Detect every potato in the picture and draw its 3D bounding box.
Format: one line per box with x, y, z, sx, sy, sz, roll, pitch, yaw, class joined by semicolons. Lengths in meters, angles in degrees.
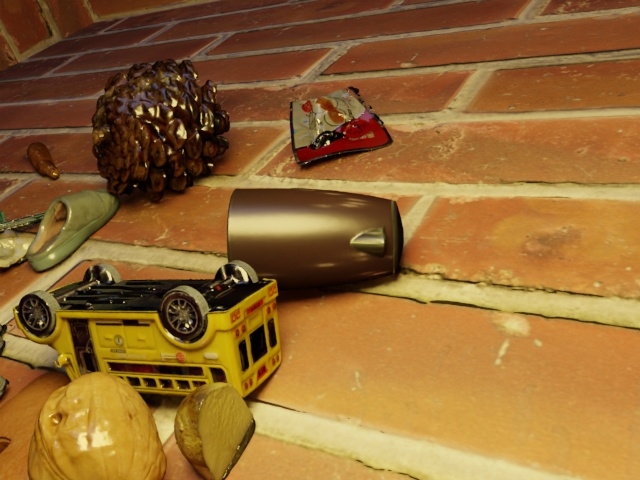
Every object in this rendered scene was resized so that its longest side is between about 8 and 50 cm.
-0.127;0.197;0.755;0.066;0.103;0.096;1;34;25;potato

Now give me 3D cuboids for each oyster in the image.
-0.720;0.061;1.308;0.201;0.107;0.354;8;40;44;oyster

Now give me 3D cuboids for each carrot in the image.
-0.713;-0.202;1.773;0.059;0.059;0.248;-30;35;-17;carrot

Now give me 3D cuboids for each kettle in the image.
0.000;0.000;0.969;0.232;0.144;0.202;0;1;4;kettle

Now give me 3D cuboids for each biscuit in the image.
-0.374;0.251;0.873;0.192;0.036;0.186;16;47;46;biscuit

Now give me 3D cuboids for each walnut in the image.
-0.246;0.225;0.748;0.144;0.144;0.180;-23;39;-7;walnut

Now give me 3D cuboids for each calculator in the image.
-0.627;-0.037;1.453;0.171;0.018;0.057;-16;-4;-9;calculator

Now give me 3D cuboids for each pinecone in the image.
-0.324;-0.224;1.399;0.295;0.242;0.298;-32;53;-23;pinecone

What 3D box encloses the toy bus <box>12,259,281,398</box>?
-0.222;0.115;0.878;0.331;0.151;0.145;-2;14;24;toy bus

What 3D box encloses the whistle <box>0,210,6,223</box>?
-0.803;-0.036;1.498;0.273;0.093;0.186;-6;14;34;whistle

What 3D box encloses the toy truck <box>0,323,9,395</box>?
-0.569;0.173;1.024;0.155;0.124;0.268;-34;31;-10;toy truck

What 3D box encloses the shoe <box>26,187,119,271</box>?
-0.494;-0.046;1.353;0.103;0.100;0.251;-5;36;25;shoe

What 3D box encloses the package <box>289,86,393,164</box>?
0.023;-0.236;1.409;0.193;0.071;0.269;-22;43;0;package
